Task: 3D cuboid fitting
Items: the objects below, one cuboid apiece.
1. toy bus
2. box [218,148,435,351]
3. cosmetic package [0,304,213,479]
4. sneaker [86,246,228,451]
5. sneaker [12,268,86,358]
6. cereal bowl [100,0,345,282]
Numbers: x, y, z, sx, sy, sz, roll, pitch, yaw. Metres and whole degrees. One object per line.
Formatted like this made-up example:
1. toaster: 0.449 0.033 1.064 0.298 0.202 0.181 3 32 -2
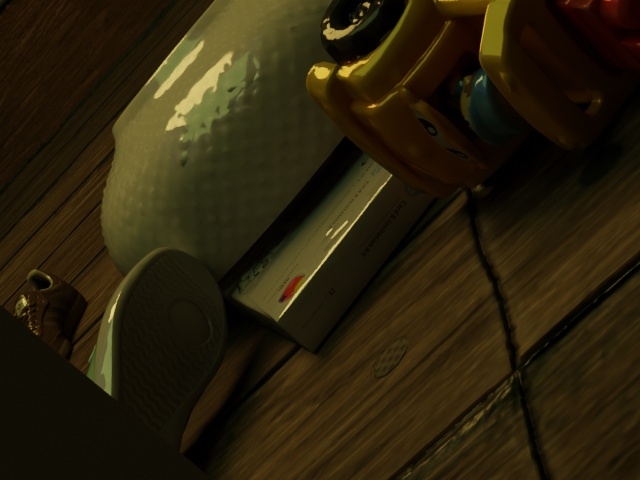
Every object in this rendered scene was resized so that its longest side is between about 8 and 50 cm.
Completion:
1. toy bus: 0.129 -0.121 0.849 0.220 0.149 0.211 -52 32 -3
2. box: 0.000 0.000 1.055 0.145 0.038 0.186 -52 15 -8
3. cosmetic package: -0.164 0.128 0.613 0.197 0.365 0.155 -23 30 58
4. sneaker: -0.153 0.127 1.031 0.151 0.094 0.256 -34 32 43
5. sneaker: -0.308 0.097 1.578 0.066 0.071 0.188 -44 17 18
6. cereal bowl: -0.069 -0.105 1.205 0.339 0.141 0.339 -50 7 9
